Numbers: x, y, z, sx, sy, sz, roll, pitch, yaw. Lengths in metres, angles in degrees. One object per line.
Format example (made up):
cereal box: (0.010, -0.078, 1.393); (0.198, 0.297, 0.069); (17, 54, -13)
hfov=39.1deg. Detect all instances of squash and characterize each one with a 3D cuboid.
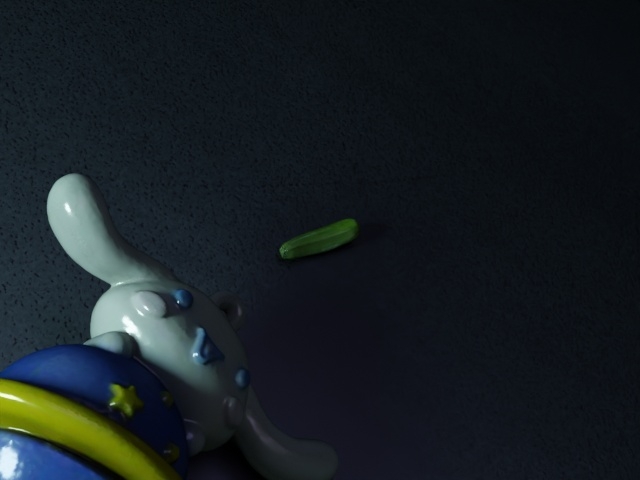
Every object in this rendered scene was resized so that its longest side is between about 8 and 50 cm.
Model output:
squash: (-0.001, 0.000, 0.864); (0.089, 0.027, 0.027); (-17, 65, -25)

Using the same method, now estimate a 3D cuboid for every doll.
doll: (-0.129, 0.144, 0.660); (0.311, 0.159, 0.243); (38, 35, -23)
